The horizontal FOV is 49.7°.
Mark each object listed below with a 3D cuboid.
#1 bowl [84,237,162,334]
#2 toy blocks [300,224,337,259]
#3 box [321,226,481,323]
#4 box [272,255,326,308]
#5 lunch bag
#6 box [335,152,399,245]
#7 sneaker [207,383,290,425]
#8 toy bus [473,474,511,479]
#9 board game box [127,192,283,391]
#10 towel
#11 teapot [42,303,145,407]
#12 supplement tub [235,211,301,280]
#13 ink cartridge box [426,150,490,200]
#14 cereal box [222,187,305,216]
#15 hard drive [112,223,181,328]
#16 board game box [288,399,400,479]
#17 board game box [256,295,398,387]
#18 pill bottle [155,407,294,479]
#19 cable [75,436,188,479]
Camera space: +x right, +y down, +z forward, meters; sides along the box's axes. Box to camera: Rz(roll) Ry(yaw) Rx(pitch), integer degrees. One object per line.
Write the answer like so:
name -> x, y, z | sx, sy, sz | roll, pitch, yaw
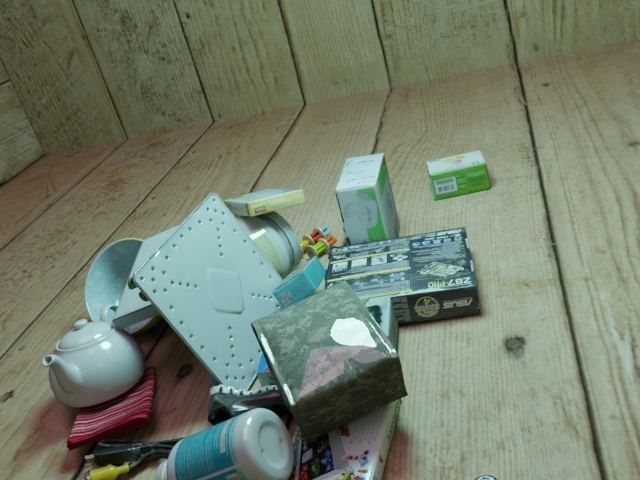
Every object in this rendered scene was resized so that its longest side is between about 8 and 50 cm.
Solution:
bowl -> -0.536, 0.148, 2.053 | 0.289, 0.289, 0.156 | -5, -15, 21
toy blocks -> 0.000, 0.000, 2.189 | 0.148, 0.054, 0.123 | -34, 31, -33
box -> 0.208, 0.097, 1.832 | 0.395, 0.097, 0.318 | -9, 25, 10
box -> -0.050, 0.109, 1.820 | 0.100, 0.060, 0.244 | -35, 2, 10
lunch bag -> 0.007, 0.230, 1.428 | 0.235, 0.169, 0.287 | -24, 44, -8
box -> 0.143, -0.091, 2.054 | 0.127, 0.262, 0.231 | -8, 27, 15
sneaker -> -0.145, 0.377, 1.521 | 0.234, 0.078, 0.106 | -1, 43, 14
toy bus -> 0.163, 0.475, 1.112 | 0.333, 0.108, 0.130 | -10, 27, 12
board game box -> -0.249, 0.132, 1.707 | 0.050, 0.390, 0.390 | -24, 21, 34
towel -> -0.503, 0.399, 1.681 | 0.199, 0.031, 0.275 | -18, 18, -5
teapot -> -0.573, 0.284, 1.744 | 0.252, 0.187, 0.256 | -22, 16, -27
supplement tub -> -0.236, 0.070, 1.981 | 0.325, 0.235, 0.235 | -34, 32, -32
ink cartridge box -> 0.461, -0.248, 2.366 | 0.189, 0.097, 0.255 | -12, 27, 9
cereal box -> -0.170, -0.114, 2.021 | 0.173, 0.047, 0.240 | -16, 12, -23
hard drive -> -0.419, 0.080, 1.813 | 0.203, 0.040, 0.307 | -22, 35, 20
board game box -> 0.041, 0.401, 1.387 | 0.193, 0.053, 0.305 | -6, 28, 21
board game box -> 0.023, 0.253, 1.625 | 0.303, 0.097, 0.224 | -10, 31, 14
pill bottle -> -0.191, 0.428, 1.320 | 0.264, 0.146, 0.146 | -27, 21, 25
cable -> -0.388, 0.476, 1.515 | 0.287, 0.072, 0.139 | -5, 8, -6
